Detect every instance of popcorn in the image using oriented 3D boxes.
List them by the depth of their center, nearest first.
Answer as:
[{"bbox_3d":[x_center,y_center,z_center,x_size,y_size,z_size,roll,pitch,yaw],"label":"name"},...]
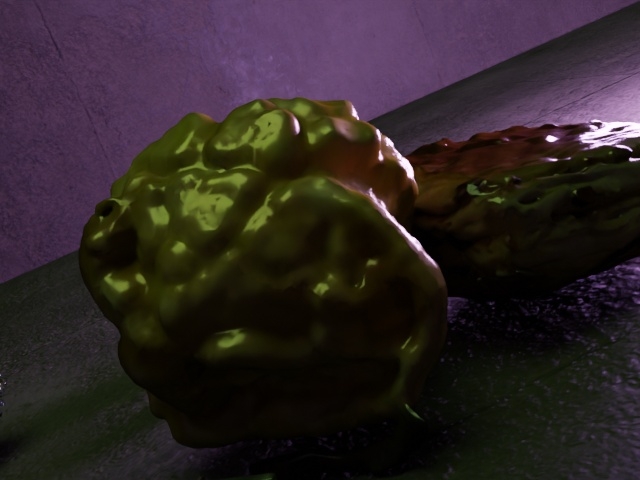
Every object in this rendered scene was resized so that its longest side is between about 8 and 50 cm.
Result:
[{"bbox_3d":[-0.031,0.054,0.862,0.349,0.349,0.382,-26,52,-15],"label":"popcorn"}]

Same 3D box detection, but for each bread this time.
[{"bbox_3d":[0.207,-0.025,1.011,0.277,0.167,0.324,-18,14,-24],"label":"bread"}]

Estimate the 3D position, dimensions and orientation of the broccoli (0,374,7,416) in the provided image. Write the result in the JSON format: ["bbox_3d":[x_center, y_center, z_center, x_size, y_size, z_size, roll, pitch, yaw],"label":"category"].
[{"bbox_3d":[-0.535,0.163,1.108,0.353,0.275,0.397,7,-45,-42],"label":"broccoli"}]

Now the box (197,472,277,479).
[{"bbox_3d":[-0.055,0.213,0.679,0.063,0.085,0.060,-12,13,8],"label":"box"}]
